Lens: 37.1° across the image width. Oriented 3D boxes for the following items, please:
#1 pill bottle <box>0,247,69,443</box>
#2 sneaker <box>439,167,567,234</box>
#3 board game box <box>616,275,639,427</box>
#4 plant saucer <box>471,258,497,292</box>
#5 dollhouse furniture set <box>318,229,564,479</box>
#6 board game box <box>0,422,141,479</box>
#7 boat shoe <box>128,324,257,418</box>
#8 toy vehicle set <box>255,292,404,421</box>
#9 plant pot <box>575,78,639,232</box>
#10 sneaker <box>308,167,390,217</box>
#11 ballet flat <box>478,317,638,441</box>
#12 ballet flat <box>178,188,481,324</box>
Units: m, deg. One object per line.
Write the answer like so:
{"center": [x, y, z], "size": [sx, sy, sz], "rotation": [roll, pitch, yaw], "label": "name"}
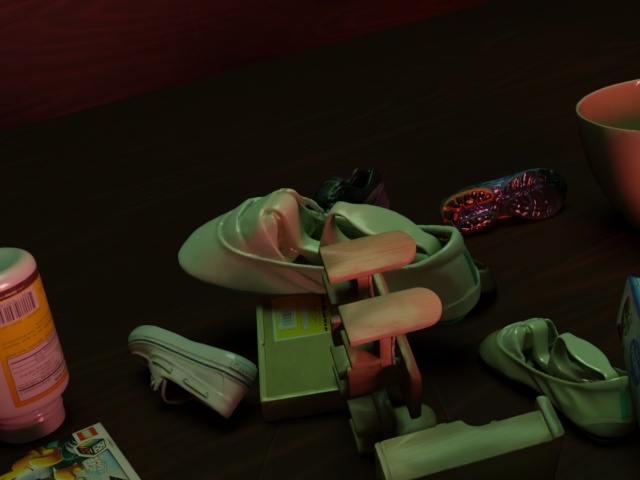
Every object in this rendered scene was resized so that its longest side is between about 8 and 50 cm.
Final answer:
{"center": [-0.365, 0.125, 1.112], "size": [0.117, 0.215, 0.117], "rotation": [-8, 22, 3], "label": "pill bottle"}
{"center": [0.287, -0.070, 1.514], "size": [0.221, 0.083, 0.087], "rotation": [-10, 14, -11], "label": "sneaker"}
{"center": [0.447, 0.148, 0.852], "size": [0.317, 0.066, 0.319], "rotation": [8, 25, 7], "label": "board game box"}
{"center": [0.158, 0.035, 1.291], "size": [0.168, 0.029, 0.168], "rotation": [9, 9, -1], "label": "plant saucer"}
{"center": [0.109, 0.135, 0.928], "size": [0.160, 0.212, 0.242], "rotation": [-13, 49, -6], "label": "dollhouse furniture set"}
{"center": [-0.244, 0.289, 0.884], "size": [0.192, 0.053, 0.305], "rotation": [-20, 25, -24], "label": "board game box"}
{"center": [-0.172, 0.157, 1.140], "size": [0.226, 0.083, 0.076], "rotation": [3, 60, 49], "label": "boat shoe"}
{"center": [0.005, 0.097, 1.170], "size": [0.165, 0.035, 0.267], "rotation": [-9, 39, 2], "label": "toy vehicle set"}
{"center": [0.516, -0.111, 1.369], "size": [0.283, 0.191, 0.284], "rotation": [-8, 23, 3], "label": "plant pot"}
{"center": [0.002, -0.029, 1.460], "size": [0.107, 0.124, 0.283], "rotation": [8, 28, 37], "label": "sneaker"}
{"center": [0.254, 0.128, 1.039], "size": [0.086, 0.086, 0.248], "rotation": [-18, 24, -21], "label": "ballet flat"}
{"center": [0.000, 0.000, 1.156], "size": [0.400, 0.139, 0.139], "rotation": [10, 28, 23], "label": "ballet flat"}
